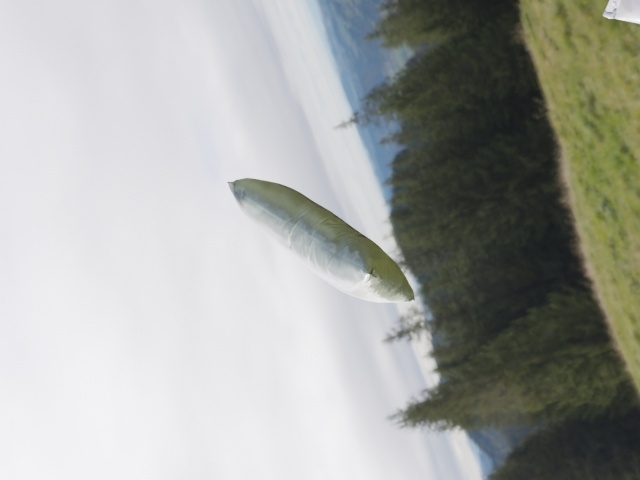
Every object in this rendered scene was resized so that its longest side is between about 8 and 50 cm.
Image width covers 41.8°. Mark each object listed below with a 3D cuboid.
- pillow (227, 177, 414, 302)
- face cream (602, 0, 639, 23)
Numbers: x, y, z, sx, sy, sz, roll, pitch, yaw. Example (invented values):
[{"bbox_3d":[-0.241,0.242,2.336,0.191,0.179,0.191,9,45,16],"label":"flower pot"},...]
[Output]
[{"bbox_3d":[0.000,0.000,1.086,0.254,0.078,0.144,35,177,28],"label":"pillow"},{"bbox_3d":[0.467,-0.268,0.984,0.092,0.244,0.058,97,-167,-55],"label":"face cream"}]
